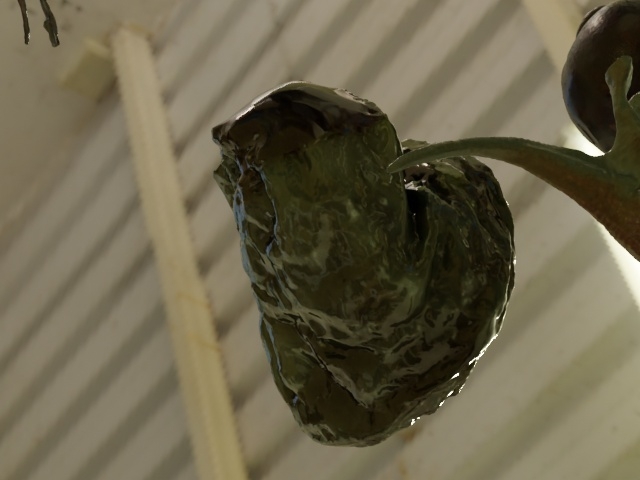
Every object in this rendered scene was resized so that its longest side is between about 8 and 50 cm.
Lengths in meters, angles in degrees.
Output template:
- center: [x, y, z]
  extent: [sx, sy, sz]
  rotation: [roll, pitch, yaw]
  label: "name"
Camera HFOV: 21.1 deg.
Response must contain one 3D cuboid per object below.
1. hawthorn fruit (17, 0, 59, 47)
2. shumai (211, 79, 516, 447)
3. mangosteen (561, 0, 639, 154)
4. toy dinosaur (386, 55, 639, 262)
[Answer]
- center: [-0.207, -0.232, 0.996]
  extent: [0.211, 0.299, 0.211]
  rotation: [-12, -134, 12]
  label: "hawthorn fruit"
- center: [0.000, 0.000, 1.544]
  extent: [0.304, 0.263, 0.309]
  rotation: [-56, -145, -7]
  label: "shumai"
- center: [0.366, -0.187, 1.948]
  extent: [0.210, 0.210, 0.210]
  rotation: [-32, -135, 39]
  label: "mangosteen"
- center: [0.247, -0.054, 1.360]
  extent: [0.092, 0.393, 0.205]
  rotation: [131, -42, -53]
  label: "toy dinosaur"
